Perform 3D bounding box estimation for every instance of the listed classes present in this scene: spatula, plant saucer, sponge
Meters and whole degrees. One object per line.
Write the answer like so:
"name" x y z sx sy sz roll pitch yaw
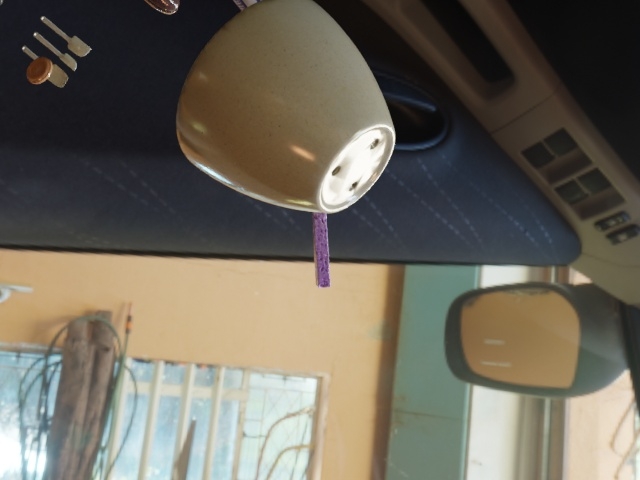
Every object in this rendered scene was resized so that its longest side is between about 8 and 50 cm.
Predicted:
"spatula" -0.882 -0.626 2.101 0.242 0.168 0.019 38 -173 17
"plant saucer" -0.798 -0.483 1.804 0.083 0.083 0.013 3 163 19
"sponge" 0.000 0.000 1.455 0.031 0.210 0.117 -3 180 -3

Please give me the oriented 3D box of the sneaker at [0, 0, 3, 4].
"sneaker" -0.398 -0.177 0.547 0.121 0.302 0.108 12 139 7

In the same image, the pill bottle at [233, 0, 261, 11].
"pill bottle" -0.120 -0.510 1.321 0.112 0.112 0.186 -3 140 44

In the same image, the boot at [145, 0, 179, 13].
"boot" -0.348 -0.622 1.404 0.207 0.090 0.248 11 142 43

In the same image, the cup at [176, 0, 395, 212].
"cup" -0.022 -0.179 1.012 0.237 0.331 0.331 42 -175 23
